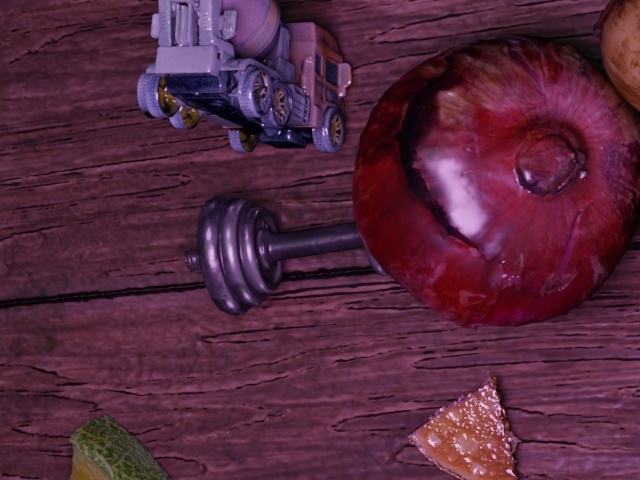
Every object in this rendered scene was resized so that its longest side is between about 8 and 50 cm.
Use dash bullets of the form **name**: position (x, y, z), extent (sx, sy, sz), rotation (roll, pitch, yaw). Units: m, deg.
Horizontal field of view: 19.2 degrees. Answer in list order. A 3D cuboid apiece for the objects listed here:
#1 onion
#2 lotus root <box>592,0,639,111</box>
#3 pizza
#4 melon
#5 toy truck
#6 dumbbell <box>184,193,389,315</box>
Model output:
- **onion**: position (0.150, -0.051, 1.546), extent (0.246, 0.190, 0.246), rotation (2, 82, -12)
- **lotus root**: position (0.344, -0.133, 1.498), extent (0.260, 0.128, 0.145), rotation (27, 107, 5)
- **pizza**: position (0.140, 0.179, 1.645), extent (0.100, 0.029, 0.099), rotation (-41, 81, 21)
- **melon**: position (-0.162, 0.289, 1.768), extent (0.114, 0.053, 0.261), rotation (-47, 70, 24)
- **toy truck**: position (-0.064, -0.160, 1.627), extent (0.108, 0.257, 0.140), rotation (0, 82, 25)
- **dumbbell**: position (0.000, 0.000, 1.679), extent (0.255, 0.110, 0.110), rotation (-9, 84, 18)
